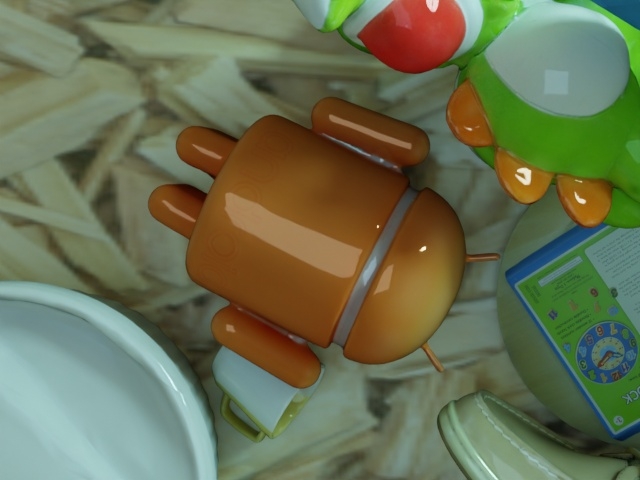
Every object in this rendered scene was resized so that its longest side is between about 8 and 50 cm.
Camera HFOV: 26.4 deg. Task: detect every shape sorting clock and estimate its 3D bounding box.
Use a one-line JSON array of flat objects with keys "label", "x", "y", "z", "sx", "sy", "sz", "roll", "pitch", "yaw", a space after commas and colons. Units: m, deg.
[{"label": "shape sorting clock", "x": 0.220, "y": 0.040, "z": 0.901, "sx": 0.206, "sy": 0.040, "sz": 0.206, "roll": 3, "pitch": 100, "yaw": 17}]

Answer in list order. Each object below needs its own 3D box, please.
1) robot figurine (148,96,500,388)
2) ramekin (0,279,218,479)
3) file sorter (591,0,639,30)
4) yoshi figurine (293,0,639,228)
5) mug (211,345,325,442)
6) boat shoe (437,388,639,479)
[{"label": "robot figurine", "x": -0.001, "y": 0.002, "z": 0.890, "sx": 0.219, "sy": 0.128, "sz": 0.158, "roll": 26, "pitch": 57, "yaw": 5}, {"label": "ramekin", "x": -0.192, "y": 0.154, "z": 0.936, "sx": 0.272, "sy": 0.127, "sz": 0.273, "roll": 1, "pitch": 97, "yaw": 9}, {"label": "file sorter", "x": 0.246, "y": -0.155, "z": 0.738, "sx": 0.170, "sy": 0.118, "sz": 0.105, "roll": 23, "pitch": 78, "yaw": -29}, {"label": "yoshi figurine", "x": 0.098, "y": -0.167, "z": 0.828, "sx": 0.362, "sy": 0.203, "sz": 0.203, "roll": 42, "pitch": 93, "yaw": -10}, {"label": "mug", "x": -0.044, "y": 0.100, "z": 0.942, "sx": 0.064, "sy": 0.062, "sz": 0.078, "roll": 35, "pitch": 94, "yaw": 12}, {"label": "boat shoe", "x": 0.214, "y": 0.178, "z": 0.883, "sx": 0.302, "sy": 0.109, "sz": 0.098, "roll": 36, "pitch": 106, "yaw": -2}]
